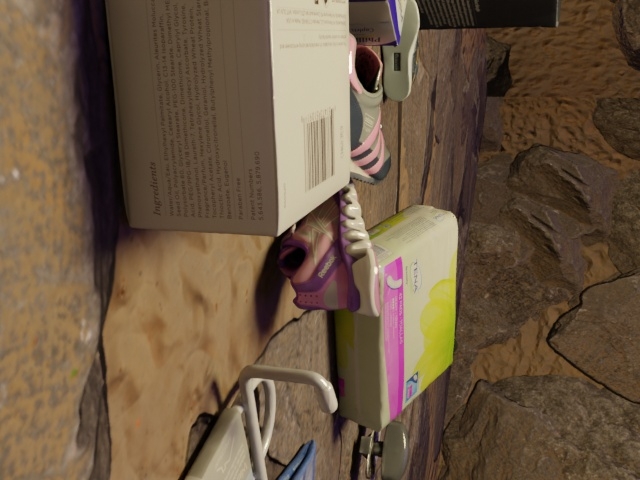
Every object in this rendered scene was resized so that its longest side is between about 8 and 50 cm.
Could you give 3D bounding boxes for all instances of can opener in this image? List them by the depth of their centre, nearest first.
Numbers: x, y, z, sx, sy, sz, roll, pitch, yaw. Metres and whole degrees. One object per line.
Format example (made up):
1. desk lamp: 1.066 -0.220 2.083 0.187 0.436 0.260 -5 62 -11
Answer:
1. can opener: 0.128 0.294 1.284 0.076 0.095 0.283 68 31 -57

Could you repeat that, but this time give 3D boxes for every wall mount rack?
1. wall mount rack: -0.048 0.296 0.641 0.350 0.131 0.304 -62 151 -52

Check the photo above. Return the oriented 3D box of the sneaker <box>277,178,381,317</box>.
1. sneaker: 0.000 0.000 0.813 0.236 0.105 0.095 -101 -178 -55

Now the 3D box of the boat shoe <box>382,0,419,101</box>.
1. boat shoe: 0.142 -0.344 1.251 0.083 0.065 0.183 -61 157 -57

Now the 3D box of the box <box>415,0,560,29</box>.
1. box: 0.284 -0.548 1.265 0.183 0.294 0.296 18 76 -73

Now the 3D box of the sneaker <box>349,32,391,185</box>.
1. sneaker: 0.039 -0.144 0.798 0.131 0.112 0.319 -59 168 9

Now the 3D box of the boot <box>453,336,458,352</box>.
1. boot: 0.147 0.108 1.325 0.236 0.085 0.178 42 12 -28

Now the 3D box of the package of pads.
1. package of pads: 0.123 0.112 1.106 0.229 0.101 0.296 -30 126 -44

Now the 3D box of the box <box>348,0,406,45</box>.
1. box: 0.028 -0.284 0.766 0.072 0.126 0.137 65 33 -61

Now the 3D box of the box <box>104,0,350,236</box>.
1. box: -0.057 -0.113 0.534 0.181 0.119 0.181 -43 134 -66

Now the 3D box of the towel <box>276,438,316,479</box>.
1. towel: -0.037 0.420 0.874 0.209 0.034 0.284 -28 121 -71
